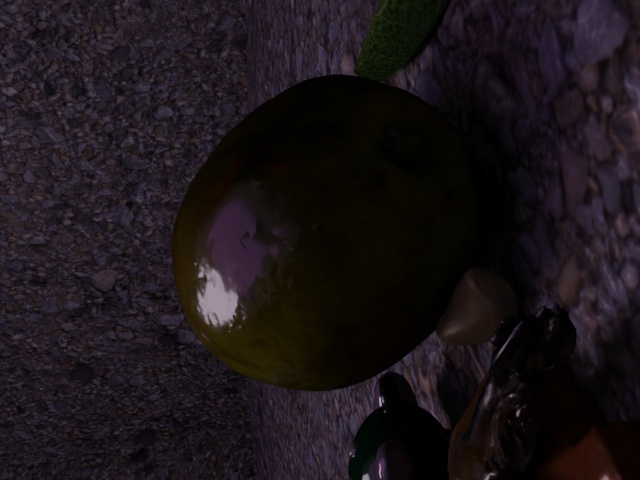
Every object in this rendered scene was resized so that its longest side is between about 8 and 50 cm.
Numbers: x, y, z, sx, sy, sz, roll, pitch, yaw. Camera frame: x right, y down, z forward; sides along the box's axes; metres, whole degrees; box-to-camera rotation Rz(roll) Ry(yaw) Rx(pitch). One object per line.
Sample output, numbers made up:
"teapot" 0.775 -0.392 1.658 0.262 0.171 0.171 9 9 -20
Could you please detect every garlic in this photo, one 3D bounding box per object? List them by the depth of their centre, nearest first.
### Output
"garlic" 0.119 0.052 0.536 0.083 0.053 0.041 112 155 -48

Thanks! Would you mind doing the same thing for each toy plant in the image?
"toy plant" 0.080 0.238 0.637 0.232 0.113 0.243 -84 -18 -67

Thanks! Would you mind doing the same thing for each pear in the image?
"pear" 0.000 0.000 0.619 0.321 0.269 0.268 131 134 -57

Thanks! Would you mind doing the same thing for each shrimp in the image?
"shrimp" 0.113 0.142 0.408 0.152 0.046 0.219 -105 15 -52

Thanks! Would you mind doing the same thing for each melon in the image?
"melon" 0.064 -0.224 0.730 0.262 0.053 0.113 136 136 -75

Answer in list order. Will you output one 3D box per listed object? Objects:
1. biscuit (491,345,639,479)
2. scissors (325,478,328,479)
"biscuit" 0.149 0.228 0.478 0.283 0.043 0.306 -105 15 -44
"scissors" 0.025 0.470 1.253 0.204 0.027 0.100 -142 49 -73
